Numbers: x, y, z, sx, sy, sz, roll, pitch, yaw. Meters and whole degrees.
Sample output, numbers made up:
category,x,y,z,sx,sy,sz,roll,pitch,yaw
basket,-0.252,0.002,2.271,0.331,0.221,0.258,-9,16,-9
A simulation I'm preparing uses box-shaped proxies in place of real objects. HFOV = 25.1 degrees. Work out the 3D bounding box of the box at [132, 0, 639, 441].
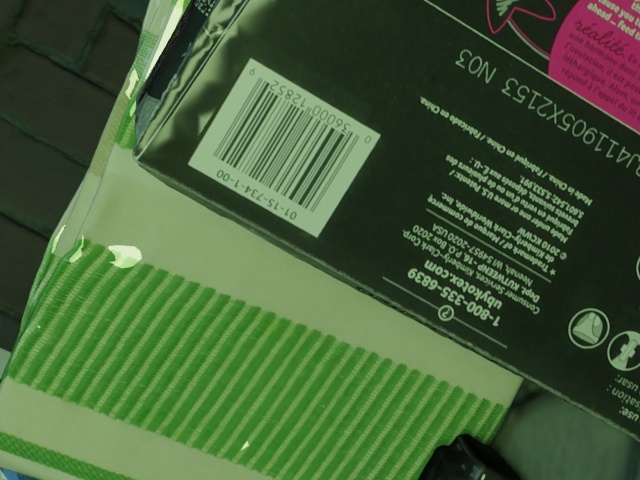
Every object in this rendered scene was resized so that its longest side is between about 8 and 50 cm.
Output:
category,x,y,z,sx,sy,sz,roll,pitch,yaw
box,0.065,-0.052,0.598,0.163,0.247,0.142,-59,13,10

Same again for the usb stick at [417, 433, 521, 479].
category,x,y,z,sx,sy,sz,roll,pitch,yaw
usb stick,0.011,0.221,0.686,0.278,0.045,0.077,-60,8,6

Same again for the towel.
category,x,y,z,sx,sy,sz,roll,pitch,yaw
towel,0.000,0.000,0.695,0.038,0.247,0.325,-114,47,-75

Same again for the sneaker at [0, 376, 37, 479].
category,x,y,z,sx,sy,sz,roll,pitch,yaw
sneaker,-0.093,0.141,0.877,0.330,0.129,0.147,34,98,46

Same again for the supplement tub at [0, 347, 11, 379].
category,x,y,z,sx,sy,sz,roll,pitch,yaw
supplement tub,-0.345,0.278,1.421,0.325,0.235,0.235,-65,15,-12
